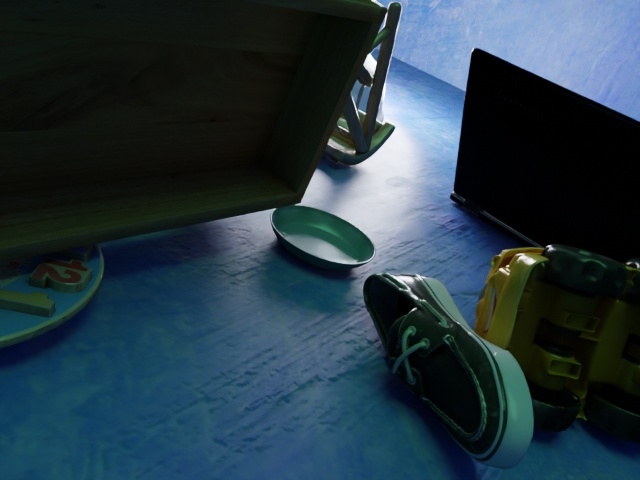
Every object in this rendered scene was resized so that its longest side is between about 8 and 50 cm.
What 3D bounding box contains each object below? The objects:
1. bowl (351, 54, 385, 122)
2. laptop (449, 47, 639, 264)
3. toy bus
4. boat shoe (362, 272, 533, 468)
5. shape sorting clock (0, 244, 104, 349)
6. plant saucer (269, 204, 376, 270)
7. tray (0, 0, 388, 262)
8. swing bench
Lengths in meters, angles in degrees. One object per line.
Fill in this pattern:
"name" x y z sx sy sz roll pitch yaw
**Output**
"bowl" 0.015 -0.357 1.244 0.298 0.134 0.298 18 26 -9
"laptop" 0.408 -0.069 0.864 0.382 0.236 0.408 38 29 29
"toy bus" 0.224 0.066 0.576 0.220 0.149 0.211 10 14 -18
"boat shoe" 0.085 0.091 0.481 0.070 0.078 0.219 14 18 -18
"shape sorting clock" -0.253 0.007 0.408 0.206 0.040 0.206 18 25 -9
"plant saucer" 0.000 0.000 0.649 0.119 0.021 0.119 18 25 -8
"tray" -0.133 -0.100 0.420 0.076 0.203 0.411 42 33 25
"swing bench" -0.028 -0.255 0.926 0.253 0.255 0.165 31 63 21
